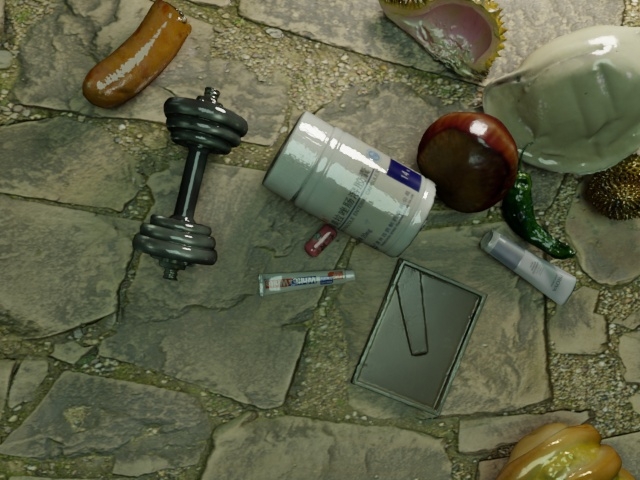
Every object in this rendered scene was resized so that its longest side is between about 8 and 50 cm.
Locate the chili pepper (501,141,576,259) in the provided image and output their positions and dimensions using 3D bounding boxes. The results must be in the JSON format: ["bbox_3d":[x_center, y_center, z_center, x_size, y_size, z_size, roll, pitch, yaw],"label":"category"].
[{"bbox_3d":[0.479,-0.072,1.249,0.122,0.065,0.279,-22,97,31],"label":"chili pepper"}]

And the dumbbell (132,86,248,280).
[{"bbox_3d":[-0.268,-0.117,1.129,0.179,0.179,0.406,12,89,-7],"label":"dumbbell"}]

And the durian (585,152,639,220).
[{"bbox_3d":[0.710,-0.125,1.271,0.168,0.137,0.158,-11,72,7],"label":"durian"}]

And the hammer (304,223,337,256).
[{"bbox_3d":[0.000,0.000,1.229,0.083,0.043,0.043,-44,95,-4],"label":"hammer"}]

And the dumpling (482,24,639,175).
[{"bbox_3d":[0.574,-0.299,1.207,0.394,0.233,0.316,-13,98,12],"label":"dumpling"}]

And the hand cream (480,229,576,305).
[{"bbox_3d":[0.492,0.062,1.284,0.255,0.048,0.079,31,86,-7],"label":"hand cream"}]

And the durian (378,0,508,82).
[{"bbox_3d":[0.306,-0.538,1.235,0.305,0.185,0.196,31,64,2],"label":"durian"}]

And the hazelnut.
[{"bbox_3d":[0.333,-0.177,1.197,0.229,0.229,0.230,0,91,-7],"label":"hazelnut"}]

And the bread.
[{"bbox_3d":[0.549,0.560,1.219,0.315,0.211,0.270,-29,93,-8],"label":"bread"}]

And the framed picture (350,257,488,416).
[{"bbox_3d":[0.231,0.226,1.270,0.232,0.024,0.315,23,89,-7],"label":"framed picture"}]

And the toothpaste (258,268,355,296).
[{"bbox_3d":[-0.031,0.091,1.235,0.218,0.033,0.052,-6,87,-2],"label":"toothpaste"}]

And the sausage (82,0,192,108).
[{"bbox_3d":[-0.387,-0.384,1.152,0.109,0.109,0.270,44,85,-5],"label":"sausage"}]

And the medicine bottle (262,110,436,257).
[{"bbox_3d":[0.058,-0.120,1.160,0.332,0.190,0.190,28,88,-7],"label":"medicine bottle"}]
